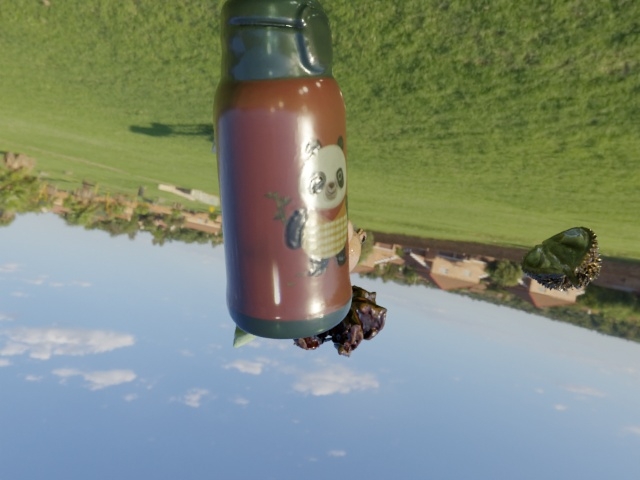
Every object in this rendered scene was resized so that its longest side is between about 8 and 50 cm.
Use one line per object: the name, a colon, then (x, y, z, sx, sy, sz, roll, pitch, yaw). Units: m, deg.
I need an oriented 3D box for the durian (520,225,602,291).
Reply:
durian: (0.477, 0.053, 0.933, 0.091, 0.148, 0.188, 53, -158, -8)

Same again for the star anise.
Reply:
star anise: (0.026, 0.164, 0.962, 0.190, 0.126, 0.220, 15, -153, 35)

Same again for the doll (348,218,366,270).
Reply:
doll: (0.000, 0.000, 1.286, 0.156, 0.201, 0.303, 42, -179, 30)

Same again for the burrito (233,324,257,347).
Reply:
burrito: (-0.119, 0.149, 0.895, 0.044, 0.118, 0.074, 36, -163, -26)

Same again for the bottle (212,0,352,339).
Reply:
bottle: (-0.043, -0.075, 0.506, 0.144, 0.336, 0.144, -3, -161, 1)
